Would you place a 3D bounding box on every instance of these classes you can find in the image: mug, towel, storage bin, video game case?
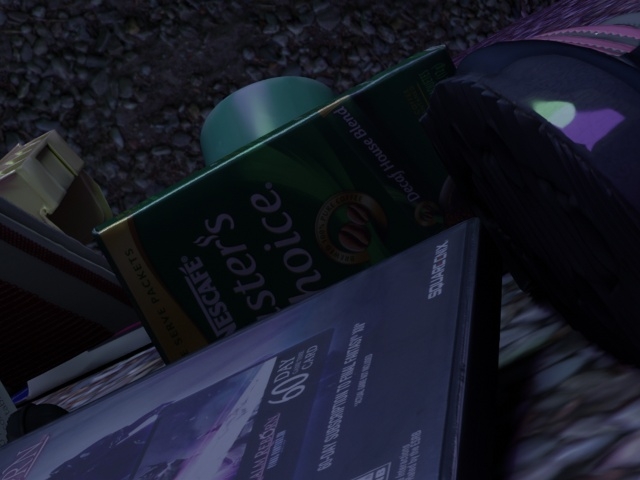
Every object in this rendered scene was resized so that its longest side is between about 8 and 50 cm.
[{"bbox_3d":[-0.031,-0.055,1.346,0.129,0.097,0.158,-13,-33,-10],"label":"mug"},{"bbox_3d":[-0.282,0.071,0.904,0.329,0.037,0.237,-26,-22,11],"label":"towel"},{"bbox_3d":[-0.318,0.035,1.416,0.260,0.123,0.262,-41,10,6],"label":"storage bin"},{"bbox_3d":[-0.067,0.092,0.513,0.274,0.026,0.196,-26,16,16],"label":"video game case"}]

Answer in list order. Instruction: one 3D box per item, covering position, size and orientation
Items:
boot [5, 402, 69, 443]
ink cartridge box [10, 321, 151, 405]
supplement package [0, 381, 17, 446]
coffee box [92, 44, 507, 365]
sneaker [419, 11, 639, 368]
[{"bbox_3d":[-0.084,0.083,0.673,0.099,0.045,0.121,-32,19,0],"label":"boot"},{"bbox_3d":[-0.107,0.029,1.228,0.371,0.069,0.176,-28,5,28],"label":"ink cartridge box"},{"bbox_3d":[-0.258,0.127,0.682,0.134,0.139,0.244,-26,7,33],"label":"supplement package"},{"bbox_3d":[0.000,0.000,0.724,0.184,0.113,0.040,-28,9,-8],"label":"coffee box"},{"bbox_3d":[0.115,-0.042,0.546,0.131,0.112,0.319,-31,7,2],"label":"sneaker"}]
